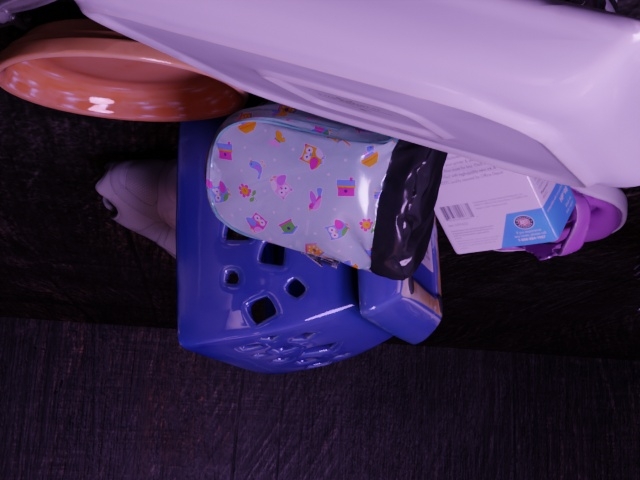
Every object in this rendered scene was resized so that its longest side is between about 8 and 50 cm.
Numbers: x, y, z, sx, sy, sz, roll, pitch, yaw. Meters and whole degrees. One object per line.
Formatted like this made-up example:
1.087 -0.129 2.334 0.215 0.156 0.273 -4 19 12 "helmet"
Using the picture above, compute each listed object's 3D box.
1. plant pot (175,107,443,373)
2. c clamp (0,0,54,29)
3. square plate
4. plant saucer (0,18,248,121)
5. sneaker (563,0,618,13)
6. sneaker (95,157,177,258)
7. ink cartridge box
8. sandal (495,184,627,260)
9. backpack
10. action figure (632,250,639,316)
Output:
0.000 0.000 0.947 0.212 0.235 0.236 -8 164 17 "plant pot"
-0.251 -0.181 0.653 0.137 0.022 0.161 -4 166 29 "c clamp"
0.030 -0.098 0.556 0.347 0.049 0.344 19 -177 22 "square plate"
-0.157 -0.135 0.761 0.200 0.037 0.200 2 173 0 "plant saucer"
0.056 -0.160 0.507 0.163 0.106 0.281 -1 168 27 "sneaker"
-0.192 -0.039 1.140 0.121 0.099 0.262 9 160 5 "sneaker"
0.132 -0.081 0.806 0.104 0.060 0.180 -9 121 41 "ink cartridge box"
0.220 -0.029 1.036 0.169 0.102 0.416 -5 165 32 "sandal"
0.002 -0.054 0.761 0.182 0.151 0.115 16 -161 15 "backpack"
0.554 0.096 1.410 0.141 0.164 0.276 -31 139 34 "action figure"
